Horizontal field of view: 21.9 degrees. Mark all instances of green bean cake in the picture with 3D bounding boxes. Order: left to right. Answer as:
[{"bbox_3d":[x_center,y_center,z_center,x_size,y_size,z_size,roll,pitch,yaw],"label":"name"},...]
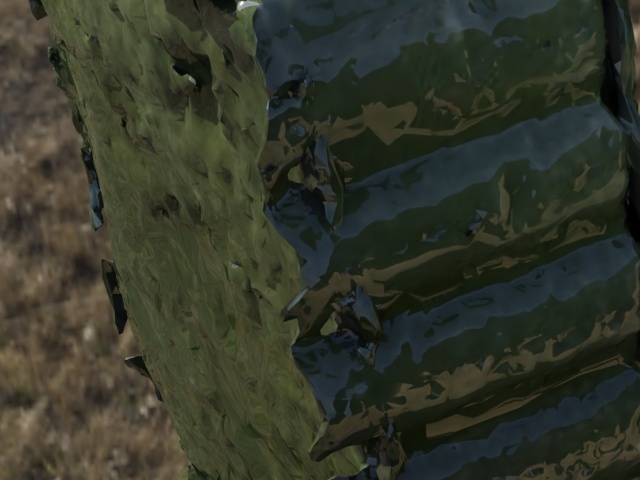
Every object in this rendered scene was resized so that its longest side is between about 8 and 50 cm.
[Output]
[{"bbox_3d":[0.000,0.000,0.549,0.132,0.241,0.255,-22,22,-19],"label":"green bean cake"}]
